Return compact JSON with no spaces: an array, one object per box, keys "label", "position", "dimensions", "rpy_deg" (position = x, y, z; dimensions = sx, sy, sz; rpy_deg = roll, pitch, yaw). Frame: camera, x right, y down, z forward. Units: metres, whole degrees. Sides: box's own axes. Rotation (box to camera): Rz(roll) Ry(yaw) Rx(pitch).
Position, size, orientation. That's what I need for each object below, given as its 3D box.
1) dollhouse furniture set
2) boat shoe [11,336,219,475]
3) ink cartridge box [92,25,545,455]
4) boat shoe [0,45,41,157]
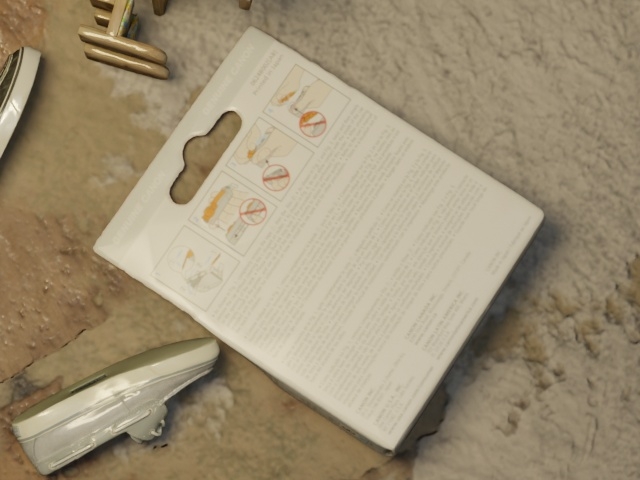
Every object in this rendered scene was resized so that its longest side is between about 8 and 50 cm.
[{"label":"dollhouse furniture set","position":[-0.135,-0.282,1.730],"dimensions":[0.161,0.242,0.212],"rpy_deg":[16,83,-1]},{"label":"boat shoe","position":[-0.202,0.173,1.791],"dimensions":[0.227,0.079,0.081],"rpy_deg":[-24,101,-9]},{"label":"ink cartridge box","position":[0.000,0.000,1.862],"dimensions":[0.385,0.091,0.308],"rpy_deg":[33,80,5]},{"label":"boat shoe","position":[-0.353,-0.106,1.754],"dimensions":[0.070,0.078,0.219],"rpy_deg":[27,83,-14]}]
